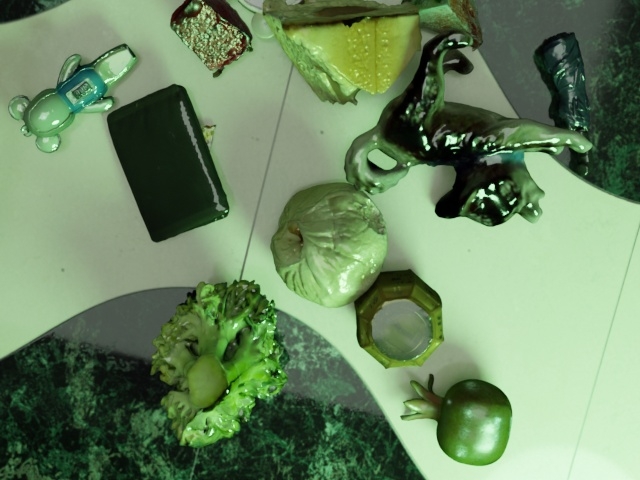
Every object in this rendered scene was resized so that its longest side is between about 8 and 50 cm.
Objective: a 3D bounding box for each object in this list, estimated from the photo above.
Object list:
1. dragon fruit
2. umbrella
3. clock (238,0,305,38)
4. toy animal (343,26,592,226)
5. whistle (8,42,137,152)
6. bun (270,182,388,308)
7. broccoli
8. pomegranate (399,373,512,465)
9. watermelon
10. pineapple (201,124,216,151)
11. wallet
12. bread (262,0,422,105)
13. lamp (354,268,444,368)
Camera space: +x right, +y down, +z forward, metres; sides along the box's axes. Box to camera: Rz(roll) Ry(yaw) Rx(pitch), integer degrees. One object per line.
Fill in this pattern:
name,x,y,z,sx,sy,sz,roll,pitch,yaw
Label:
dragon fruit,-0.192,-0.368,1.797,0.102,0.096,0.147,-37,126,13
umbrella,0.436,-0.236,1.827,0.071,0.071,0.248,-14,100,1
clock,-0.086,-0.459,1.797,0.155,0.063,0.229,5,93,2
toy animal,0.232,-0.138,1.764,0.344,0.194,0.303,40,90,-7
whistle,-0.418,-0.255,1.811,0.235,0.077,0.114,-38,104,-3
bun,0.000,0.000,1.777,0.220,0.134,0.220,-8,77,36
broccoli,-0.187,0.212,1.771,0.248,0.245,0.288,-8,91,10
pomegranate,0.242,0.311,1.851,0.191,0.131,0.152,12,102,21
watermelon,0.225,-0.402,1.783,0.158,0.121,0.098,20,74,-6
pineapple,-0.212,-0.166,1.846,0.045,0.019,0.083,10,95,-7
wallet,-0.263,-0.133,1.825,0.168,0.052,0.245,-20,92,19
bread,0.049,-0.353,1.721,0.211,0.183,0.224,-46,124,-3
lamp,0.132,0.132,1.794,0.161,0.185,0.161,0,97,0
